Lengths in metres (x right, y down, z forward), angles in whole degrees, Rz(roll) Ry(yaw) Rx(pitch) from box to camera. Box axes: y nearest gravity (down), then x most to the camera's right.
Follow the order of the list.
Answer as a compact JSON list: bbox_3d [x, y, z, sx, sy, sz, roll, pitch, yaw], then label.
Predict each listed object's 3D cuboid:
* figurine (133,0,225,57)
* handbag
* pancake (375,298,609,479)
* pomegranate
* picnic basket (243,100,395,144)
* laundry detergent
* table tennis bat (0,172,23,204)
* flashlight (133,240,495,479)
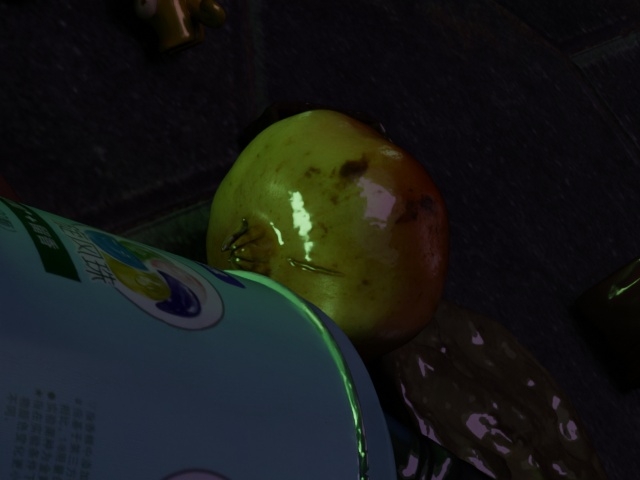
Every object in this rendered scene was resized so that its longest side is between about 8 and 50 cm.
[{"bbox_3d":[-0.171,-0.288,1.334,0.246,0.131,0.156,64,10,-5],"label":"figurine"},{"bbox_3d":[0.410,0.083,1.698,0.225,0.146,0.135,-3,55,-54],"label":"handbag"},{"bbox_3d":[0.167,0.181,1.357,0.294,0.049,0.294,33,33,-25],"label":"pancake"},{"bbox_3d":[0.004,0.002,1.186,0.209,0.209,0.209,34,35,-28],"label":"pomegranate"},{"bbox_3d":[0.010,-0.075,1.406,0.193,0.055,0.110,1,56,-53],"label":"picnic basket"},{"bbox_3d":[-0.133,0.134,0.760,0.305,0.287,0.287,20,43,-42],"label":"laundry detergent"},{"bbox_3d":[-0.290,-0.039,0.976,0.310,0.038,0.200,55,30,4],"label":"table tennis bat"},{"bbox_3d":[-0.007,0.143,1.113,0.424,0.103,0.103,36,34,-24],"label":"flashlight"}]
